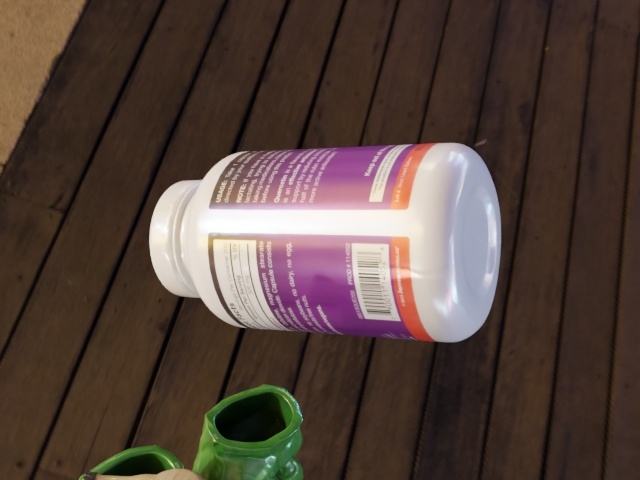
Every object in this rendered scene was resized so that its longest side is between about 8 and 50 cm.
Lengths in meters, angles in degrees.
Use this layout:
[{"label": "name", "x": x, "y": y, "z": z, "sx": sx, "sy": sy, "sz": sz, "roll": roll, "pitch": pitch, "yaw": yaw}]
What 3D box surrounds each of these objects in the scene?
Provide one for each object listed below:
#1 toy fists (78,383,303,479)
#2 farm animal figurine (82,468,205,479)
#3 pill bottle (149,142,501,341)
[{"label": "toy fists", "x": -0.128, "y": 0.260, "z": 0.853, "sx": 0.279, "sy": 0.142, "sz": 0.096, "roll": -23, "pitch": 52, "yaw": -39}, {"label": "farm animal figurine", "x": -0.158, "y": 0.320, "z": 0.565, "sx": 0.172, "sy": 0.327, "sz": 0.330, "roll": 3, "pitch": 75, "yaw": 19}, {"label": "pill bottle", "x": 0.000, "y": 0.000, "z": 0.825, "sx": 0.323, "sy": 0.181, "sz": 0.181, "roll": 1, "pitch": 63, "yaw": 28}]
